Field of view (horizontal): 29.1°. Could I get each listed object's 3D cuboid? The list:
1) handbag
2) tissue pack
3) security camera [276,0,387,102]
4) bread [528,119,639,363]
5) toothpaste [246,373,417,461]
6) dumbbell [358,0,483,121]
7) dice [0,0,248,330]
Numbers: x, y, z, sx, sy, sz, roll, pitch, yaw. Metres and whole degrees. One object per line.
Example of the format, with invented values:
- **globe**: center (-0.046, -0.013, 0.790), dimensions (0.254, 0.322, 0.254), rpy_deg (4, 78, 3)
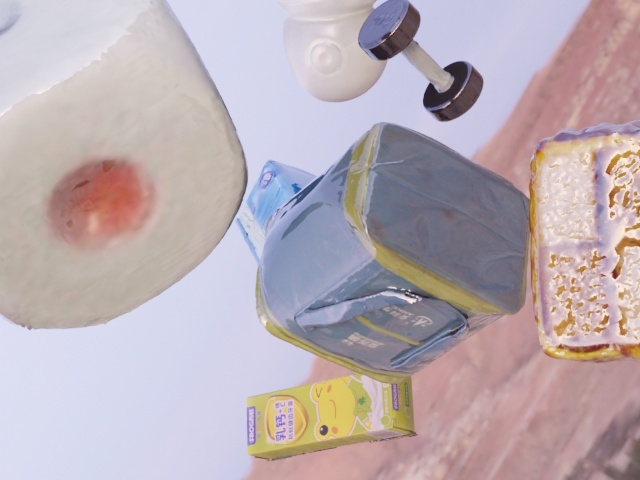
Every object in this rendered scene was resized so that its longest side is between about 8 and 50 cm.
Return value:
- **handbag**: center (0.081, 0.021, 1.417), dimensions (0.241, 0.263, 0.222), rpy_deg (-43, 32, 47)
- **tissue pack**: center (0.000, 0.000, 1.923), dimensions (0.146, 0.198, 0.263), rpy_deg (-62, 22, 14)
- **security camera**: center (0.028, -0.350, 2.072), dimensions (0.194, 0.194, 0.236), rpy_deg (-46, -49, -57)
- **bread**: center (0.278, 0.002, 1.115), dimensions (0.096, 0.181, 0.222), rpy_deg (-18, -73, -62)
- **toothpaste**: center (0.015, 0.308, 2.175), dimensions (0.077, 0.327, 0.110), rpy_deg (24, -123, -51)
- **dumbbell**: center (0.152, -0.270, 1.855), dimensions (0.100, 0.191, 0.100), rpy_deg (-34, 33, 26)
- **dice**: center (-0.241, -0.102, 1.134), dimensions (0.268, 0.262, 0.265), rpy_deg (-32, -44, -8)
